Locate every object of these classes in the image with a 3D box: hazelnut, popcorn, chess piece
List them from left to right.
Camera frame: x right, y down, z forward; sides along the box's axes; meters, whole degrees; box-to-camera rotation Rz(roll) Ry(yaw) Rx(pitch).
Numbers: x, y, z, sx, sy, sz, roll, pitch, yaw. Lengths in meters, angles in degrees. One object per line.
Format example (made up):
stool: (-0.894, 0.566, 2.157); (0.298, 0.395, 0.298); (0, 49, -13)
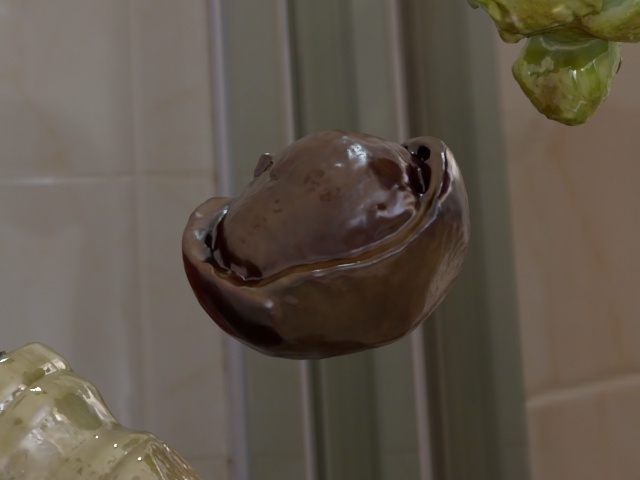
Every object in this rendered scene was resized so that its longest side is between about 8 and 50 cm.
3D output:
chess piece: (-0.123, 0.197, 1.110); (0.301, 0.137, 0.137); (32, 1, 17)
hazelnut: (0.003, 0.003, 1.130); (0.202, 0.160, 0.170); (-7, 7, -21)
popcorn: (0.160, -0.188, 1.080); (0.198, 0.212, 0.198); (-3, 33, 2)
